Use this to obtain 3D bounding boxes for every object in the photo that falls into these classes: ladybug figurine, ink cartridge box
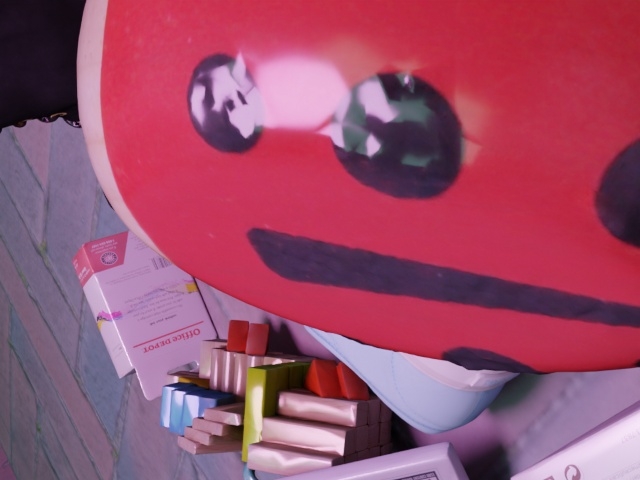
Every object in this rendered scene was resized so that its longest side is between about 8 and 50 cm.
[{"bbox_3d":[0.052,-0.049,0.440,0.450,0.161,0.305,6,145,35],"label":"ladybug figurine"},{"bbox_3d":[-0.204,0.088,1.097,0.067,0.115,0.198,-37,74,57],"label":"ink cartridge box"}]

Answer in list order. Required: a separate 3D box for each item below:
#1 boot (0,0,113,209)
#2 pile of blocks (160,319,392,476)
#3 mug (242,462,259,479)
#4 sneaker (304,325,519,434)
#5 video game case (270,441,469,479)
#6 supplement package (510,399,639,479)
[{"bbox_3d":[-0.261,-0.139,0.897,0.138,0.284,0.377,57,146,22],"label":"boot"},{"bbox_3d":[-0.074,0.138,0.890,0.362,0.149,0.112,1,88,55],"label":"pile of blocks"},{"bbox_3d":[0.012,0.255,0.847,0.129,0.097,0.157,-16,103,58],"label":"mug"},{"bbox_3d":[0.000,0.000,0.709,0.366,0.135,0.150,53,142,28],"label":"sneaker"},{"bbox_3d":[0.045,0.257,0.735,0.201,0.023,0.183,-18,110,22],"label":"video game case"},{"bbox_3d":[0.229,0.172,0.413,0.134,0.139,0.244,-45,68,40],"label":"supplement package"}]
